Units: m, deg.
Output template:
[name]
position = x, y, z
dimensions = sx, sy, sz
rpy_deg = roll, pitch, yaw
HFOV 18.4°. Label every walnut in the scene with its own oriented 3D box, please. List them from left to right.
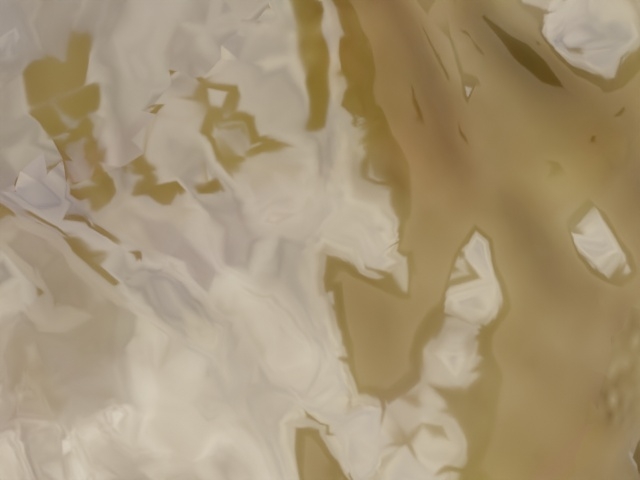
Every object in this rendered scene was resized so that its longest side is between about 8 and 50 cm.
[walnut]
position = 0.000, 0.000, 0.460
dimensions = 0.332, 0.332, 0.333
rpy_deg = 18, 115, 44
